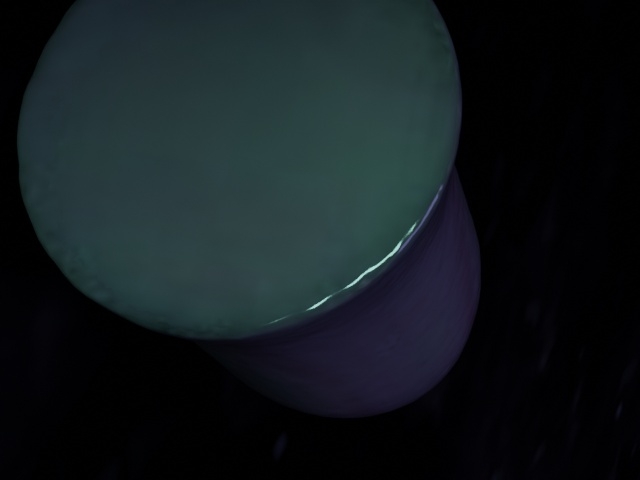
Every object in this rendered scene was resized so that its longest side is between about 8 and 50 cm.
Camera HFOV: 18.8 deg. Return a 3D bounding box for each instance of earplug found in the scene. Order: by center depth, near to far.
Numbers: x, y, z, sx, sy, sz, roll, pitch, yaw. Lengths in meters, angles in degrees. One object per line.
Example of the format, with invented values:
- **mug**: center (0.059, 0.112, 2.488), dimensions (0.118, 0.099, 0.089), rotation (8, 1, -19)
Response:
- **earplug**: center (0.000, 0.000, 0.857), dimensions (0.172, 0.172, 0.301), rotation (-67, 161, -12)
